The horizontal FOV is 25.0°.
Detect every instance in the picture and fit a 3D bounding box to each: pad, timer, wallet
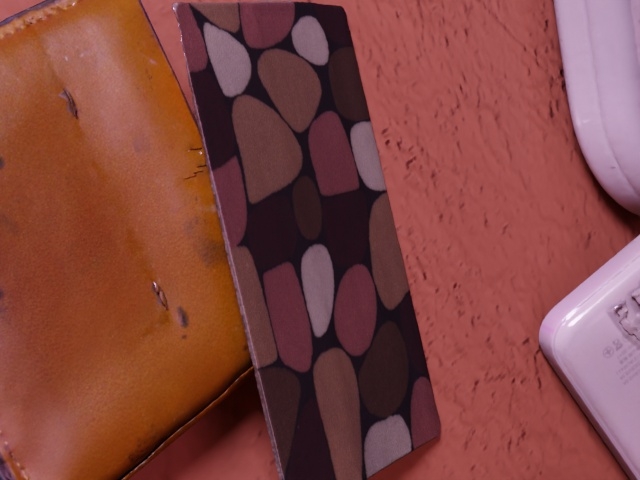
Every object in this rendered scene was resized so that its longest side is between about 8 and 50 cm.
[{"bbox_3d":[0.000,0.000,0.692,0.158,0.003,0.235,-16,94,-59],"label":"pad"},{"bbox_3d":[0.241,-0.148,0.902,0.237,0.087,0.262,-9,91,-42],"label":"timer"},{"bbox_3d":[-0.109,0.004,0.605,0.161,0.042,0.195,-36,109,-35],"label":"wallet"}]

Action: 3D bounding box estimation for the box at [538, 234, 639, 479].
[{"bbox_3d":[0.252,0.114,0.868,0.142,0.044,0.285,-39,112,-8],"label":"box"}]
